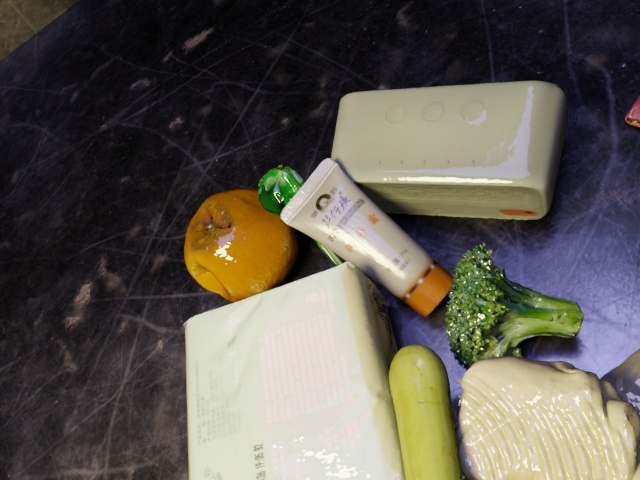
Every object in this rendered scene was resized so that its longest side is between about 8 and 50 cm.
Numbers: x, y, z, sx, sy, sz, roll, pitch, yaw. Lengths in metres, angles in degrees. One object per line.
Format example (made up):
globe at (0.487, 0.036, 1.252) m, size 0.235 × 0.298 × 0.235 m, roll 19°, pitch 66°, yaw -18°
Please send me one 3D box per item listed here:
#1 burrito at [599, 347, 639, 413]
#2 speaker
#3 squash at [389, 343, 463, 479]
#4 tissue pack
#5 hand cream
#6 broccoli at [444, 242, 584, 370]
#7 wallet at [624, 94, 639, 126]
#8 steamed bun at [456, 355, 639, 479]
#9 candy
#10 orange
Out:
burrito at (0.534, 0.133, 0.699) m, size 0.392 × 0.076 × 0.117 m, roll -40°, pitch 62°, yaw 4°
speaker at (0.219, -0.155, 0.957) m, size 0.406 × 0.183 × 0.184 m, roll 5°, pitch 71°, yaw 28°
squash at (0.132, 0.243, 0.657) m, size 0.083 × 0.083 × 0.250 m, roll -17°, pitch 43°, yaw 18°
tissue pack at (-0.026, 0.284, 0.814) m, size 0.332 × 0.205 × 0.404 m, roll -21°, pitch 56°, yaw 15°
hand cream at (0.089, -0.004, 0.912) m, size 0.314 × 0.089 × 0.139 m, roll 37°, pitch 91°, yaw 11°
broccoli at (0.282, 0.114, 0.778) m, size 0.194 × 0.194 × 0.219 m, roll 4°, pitch 95°, yaw 29°
wallet at (0.642, -0.276, 0.904) m, size 0.119 × 0.025 × 0.232 m, roll 32°, pitch 80°, yaw 37°
steamed bun at (0.305, 0.301, 0.642) m, size 0.275 × 0.206 × 0.320 m, roll -18°, pitch 61°, yaw 37°
candy at (0.002, -0.001, 0.978) m, size 0.097 × 0.097 × 0.323 m, roll -38°, pitch 86°, yaw 3°
orange at (-0.164, -0.003, 1.058) m, size 0.249 × 0.183 × 0.249 m, roll -12°, pitch 59°, yaw 20°
